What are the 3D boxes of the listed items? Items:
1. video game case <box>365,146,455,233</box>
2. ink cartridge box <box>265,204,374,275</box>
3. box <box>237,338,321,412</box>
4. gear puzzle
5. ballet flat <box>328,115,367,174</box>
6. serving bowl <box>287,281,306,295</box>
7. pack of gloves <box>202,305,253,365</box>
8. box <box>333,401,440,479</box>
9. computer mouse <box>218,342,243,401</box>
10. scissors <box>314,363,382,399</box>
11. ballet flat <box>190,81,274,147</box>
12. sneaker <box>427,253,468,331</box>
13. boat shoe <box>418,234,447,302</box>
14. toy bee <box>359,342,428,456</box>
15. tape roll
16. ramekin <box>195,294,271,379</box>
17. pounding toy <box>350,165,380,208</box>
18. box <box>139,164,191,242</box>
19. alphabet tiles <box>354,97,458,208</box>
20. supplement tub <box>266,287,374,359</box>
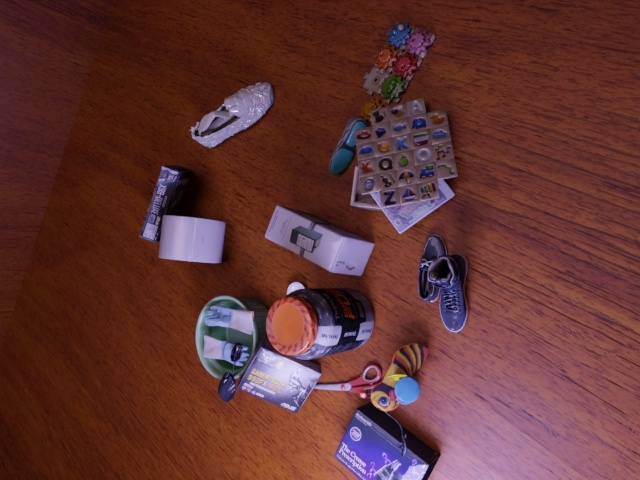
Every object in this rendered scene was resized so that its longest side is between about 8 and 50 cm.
[{"bbox_3d":[0.269,-0.151,1.397,0.201,0.023,0.183,-36,83,6],"label":"video game case"},{"bbox_3d":[0.000,0.000,1.517,0.289,0.211,0.121,26,99,32],"label":"ink cartridge box"},{"bbox_3d":[-0.139,0.465,1.575,0.231,0.056,0.183,28,105,-11],"label":"box"},{"bbox_3d":[0.219,-0.550,1.521,0.175,0.044,0.338,38,106,30],"label":"gear puzzle"},{"bbox_3d":[0.088,-0.325,1.582,0.213,0.072,0.068,-60,30,20],"label":"ballet flat"},{"bbox_3d":[-0.080,0.191,1.660,0.083,0.027,0.083,-4,83,33],"label":"serving bowl"},{"bbox_3d":[-0.342,0.335,1.631,0.232,0.046,0.194,2,86,34],"label":"pack of gloves"},{"bbox_3d":[0.195,0.648,1.391,0.261,0.103,0.184,29,99,32],"label":"box"},{"bbox_3d":[-0.311,0.452,1.581,0.071,0.041,0.241,37,118,48],"label":"computer mouse"},{"bbox_3d":[0.092,0.491,1.519,0.297,0.021,0.108,-28,72,27],"label":"scissors"},{"bbox_3d":[-0.366,-0.501,1.857,0.409,0.147,0.146,-29,70,28],"label":"ballet flat"},{"bbox_3d":[0.355,0.148,1.294,0.086,0.163,0.226,-1,87,32],"label":"sneaker"},{"bbox_3d":[0.329,0.083,1.374,0.075,0.065,0.205,6,88,34],"label":"boat shoe"},{"bbox_3d":[0.202,0.425,1.326,0.162,0.298,0.195,16,138,9],"label":"toy bee"},{"bbox_3d":[-0.508,-0.005,1.836,0.246,0.246,0.168,4,87,34],"label":"tape roll"},{"bbox_3d":[-0.308,0.355,1.724,0.304,0.148,0.303,-4,84,34],"label":"ramekin"},{"bbox_3d":[0.211,-0.185,1.468,0.206,0.094,0.180,7,89,9],"label":"pounding toy"},{"bbox_3d":[-0.650,-0.163,1.956,0.077,0.242,0.307,20,98,-6],"label":"box"},{"bbox_3d":[0.250,-0.267,1.395,0.285,0.011,0.342,-10,69,17],"label":"alphabet tiles"},{"bbox_3d":[0.003,0.249,1.412,0.207,0.338,0.206,-3,84,33],"label":"supplement tub"}]
